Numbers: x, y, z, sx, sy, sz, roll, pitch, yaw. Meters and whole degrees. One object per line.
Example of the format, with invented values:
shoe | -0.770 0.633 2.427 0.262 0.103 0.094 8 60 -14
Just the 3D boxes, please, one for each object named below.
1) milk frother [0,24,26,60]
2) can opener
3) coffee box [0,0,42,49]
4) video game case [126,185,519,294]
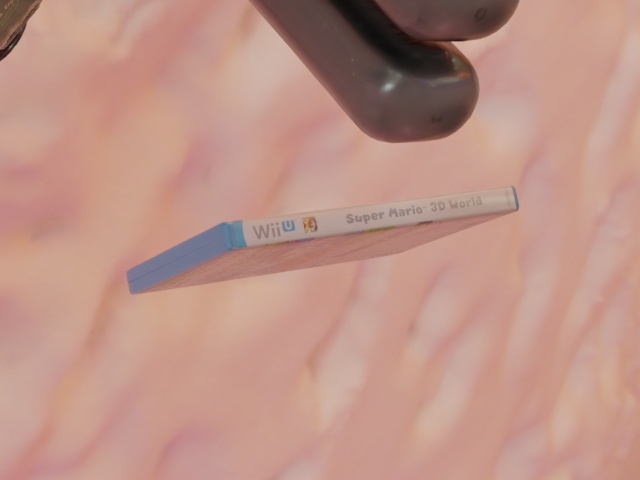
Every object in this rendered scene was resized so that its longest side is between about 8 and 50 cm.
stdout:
milk frother | -0.346 -0.199 1.095 0.143 0.129 0.135 -45 144 3
can opener | -0.047 -0.138 0.465 0.095 0.283 0.076 -7 133 -33
coffee box | -0.201 -0.147 0.594 0.040 0.113 0.184 -49 178 3
video game case | 0.000 0.000 0.664 0.166 0.119 0.015 -8 83 -31
